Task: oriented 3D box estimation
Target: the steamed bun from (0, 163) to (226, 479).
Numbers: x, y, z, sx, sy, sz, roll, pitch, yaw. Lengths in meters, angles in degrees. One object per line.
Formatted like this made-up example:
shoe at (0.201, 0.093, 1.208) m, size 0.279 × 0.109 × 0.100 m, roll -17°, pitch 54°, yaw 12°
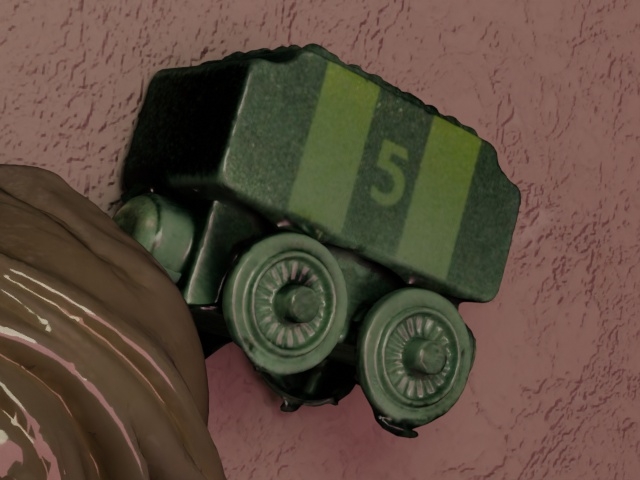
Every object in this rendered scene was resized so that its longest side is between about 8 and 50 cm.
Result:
steamed bun at (-0.216, 0.135, 1.101) m, size 0.367 × 0.255 × 0.342 m, roll -33°, pitch 110°, yaw -16°

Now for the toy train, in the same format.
toy train at (0.000, 0.000, 1.325) m, size 0.299 × 0.167 × 0.238 m, roll 23°, pitch 76°, yaw -36°
